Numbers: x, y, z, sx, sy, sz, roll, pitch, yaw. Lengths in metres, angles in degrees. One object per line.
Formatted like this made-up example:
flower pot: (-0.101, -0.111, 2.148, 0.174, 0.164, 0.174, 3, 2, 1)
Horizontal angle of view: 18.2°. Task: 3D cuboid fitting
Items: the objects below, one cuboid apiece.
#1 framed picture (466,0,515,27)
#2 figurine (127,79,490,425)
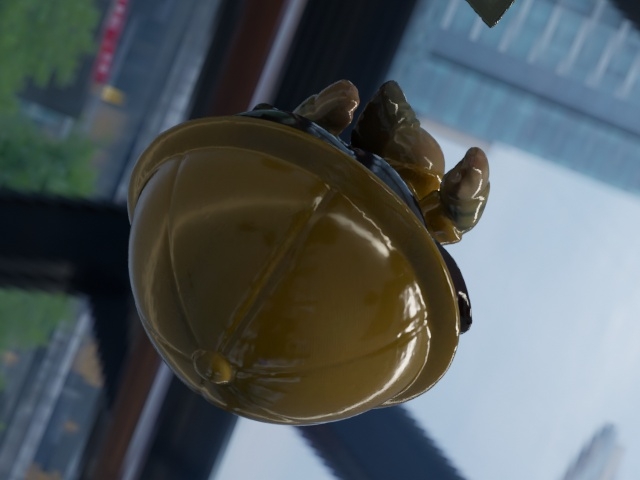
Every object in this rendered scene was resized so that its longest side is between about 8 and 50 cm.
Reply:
framed picture: (0.093, -0.210, 0.907, 0.011, 0.142, 0.183, 0, 135, -54)
figurine: (-0.001, 0.005, 1.072, 0.257, 0.192, 0.167, -31, 133, -67)
